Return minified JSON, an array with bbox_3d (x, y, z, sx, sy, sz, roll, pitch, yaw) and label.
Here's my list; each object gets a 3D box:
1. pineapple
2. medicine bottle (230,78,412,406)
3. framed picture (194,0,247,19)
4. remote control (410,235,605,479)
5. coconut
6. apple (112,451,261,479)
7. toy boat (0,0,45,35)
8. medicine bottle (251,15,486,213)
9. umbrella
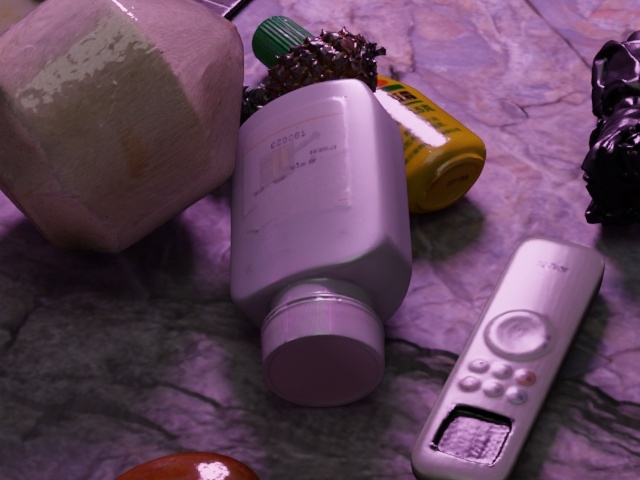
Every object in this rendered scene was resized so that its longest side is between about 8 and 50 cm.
[{"bbox_3d":[-0.031,-0.148,1.776,0.221,0.083,0.103,-22,77,30],"label":"pineapple"},{"bbox_3d":[0.000,0.000,1.639,0.161,0.111,0.296,-22,44,21],"label":"medicine bottle"},{"bbox_3d":[-0.192,-0.364,2.128,0.347,0.016,0.265,20,47,23],"label":"framed picture"},{"bbox_3d":[0.166,0.108,1.592,0.090,0.038,0.309,16,46,19],"label":"remote control"},{"bbox_3d":[-0.188,-0.124,1.686,0.266,0.237,0.237,-40,53,-12],"label":"coconut"},{"bbox_3d":[-0.102,0.254,1.329,0.173,0.195,0.160,-9,7,32],"label":"apple"},{"bbox_3d":[-0.342,-0.218,1.928,0.276,0.084,0.111,32,54,30],"label":"toy boat"},{"bbox_3d":[0.036,-0.133,1.828,0.111,0.076,0.309,-31,49,-21],"label":"medicine bottle"},{"bbox_3d":[0.314,-0.121,1.787,0.110,0.122,0.272,38,37,-14],"label":"umbrella"}]
